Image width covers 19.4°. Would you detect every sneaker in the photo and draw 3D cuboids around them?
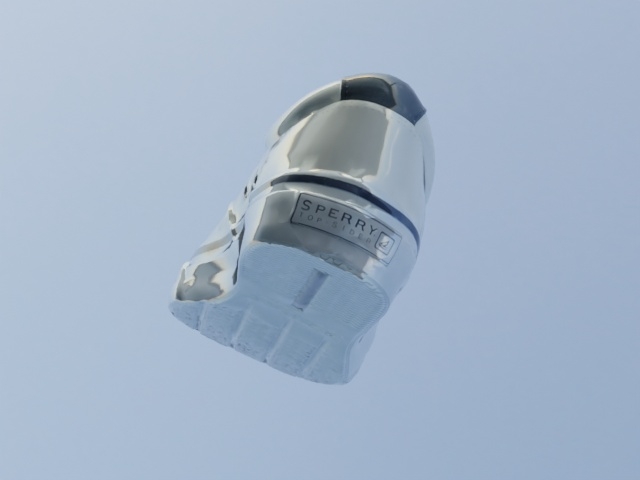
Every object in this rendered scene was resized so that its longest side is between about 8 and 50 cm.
[{"bbox_3d":[0.000,0.000,0.821,0.091,0.094,0.258,-65,-171,-17],"label":"sneaker"}]
